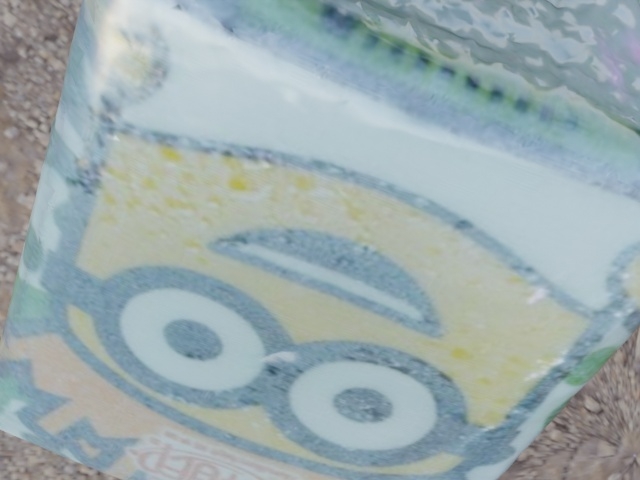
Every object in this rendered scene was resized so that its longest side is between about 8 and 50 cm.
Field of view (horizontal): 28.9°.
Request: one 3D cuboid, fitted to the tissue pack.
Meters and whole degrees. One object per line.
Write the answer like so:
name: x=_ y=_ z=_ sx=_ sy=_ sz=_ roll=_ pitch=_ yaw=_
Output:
tissue pack: x=0.000 y=0.000 z=0.515 sx=0.228 sy=0.311 sz=0.128 roll=23 pitch=47 yaw=-6
